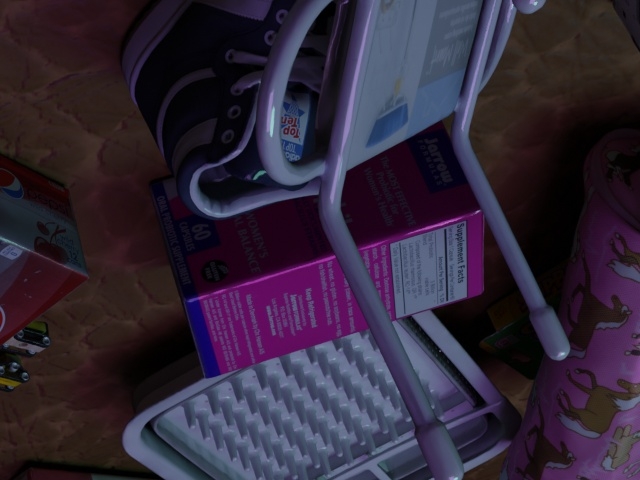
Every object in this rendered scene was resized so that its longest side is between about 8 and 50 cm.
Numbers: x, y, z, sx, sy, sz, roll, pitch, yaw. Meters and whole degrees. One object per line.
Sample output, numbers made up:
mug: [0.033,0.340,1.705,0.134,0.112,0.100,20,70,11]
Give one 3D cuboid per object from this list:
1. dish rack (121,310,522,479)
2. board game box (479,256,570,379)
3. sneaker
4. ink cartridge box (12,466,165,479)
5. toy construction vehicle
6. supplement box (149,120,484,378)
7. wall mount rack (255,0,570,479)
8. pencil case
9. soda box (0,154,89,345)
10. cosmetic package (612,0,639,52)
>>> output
dish rack: [0.004,0.149,1.238,0.285,0.072,0.333,-28,141,12]
board game box: [0.272,0.039,1.269,0.259,0.039,0.124,-36,142,17]
sneaker: [-0.010,-0.131,0.793,0.099,0.153,0.282,12,134,-38]
ink cartridge box: [-0.161,0.336,1.295,0.283,0.207,0.117,14,134,-40]
toy construction vehicle: [-0.255,0.077,1.059,0.098,0.035,0.086,21,139,-41]
supplement box: [0.000,0.000,1.011,0.220,0.111,0.114,-17,144,-7]
wall mount rack: [0.089,-0.050,0.797,0.350,0.130,0.304,-30,135,-58]
pencil case: [0.257,0.099,1.165,0.167,0.160,0.386,-13,131,-27]
soda box: [-0.287,0.050,0.957,0.263,0.083,0.092,-35,142,21]
cosmetic package: [0.365,-0.189,0.904,0.309,0.160,0.113,-21,145,-2]
